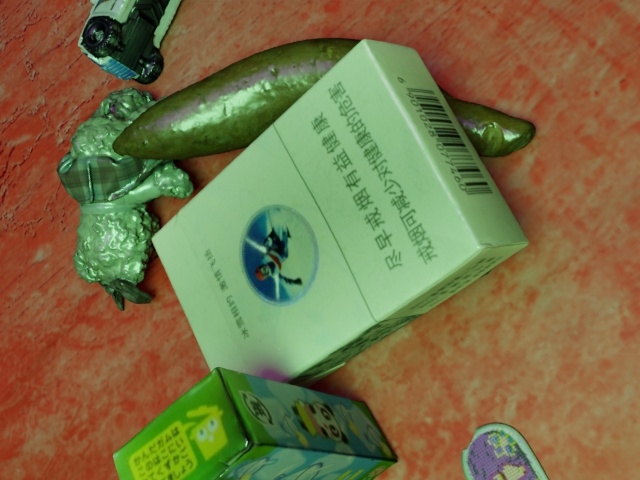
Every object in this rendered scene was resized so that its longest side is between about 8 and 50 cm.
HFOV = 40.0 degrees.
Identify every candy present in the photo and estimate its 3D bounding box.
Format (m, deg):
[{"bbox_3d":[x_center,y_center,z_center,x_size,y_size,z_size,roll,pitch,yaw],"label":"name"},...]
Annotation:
[{"bbox_3d":[-0.036,0.148,0.595,0.097,0.194,0.062,-41,58,14],"label":"candy"}]

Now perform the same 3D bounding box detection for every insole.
[{"bbox_3d":[0.156,0.208,0.579,0.065,0.004,0.197,-38,60,16],"label":"insole"}]

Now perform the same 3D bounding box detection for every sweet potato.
[{"bbox_3d":[0.000,-0.112,0.721,0.346,0.079,0.108,1,68,17],"label":"sweet potato"}]

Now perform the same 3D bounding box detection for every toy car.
[{"bbox_3d":[-0.177,-0.243,0.864,0.070,0.080,0.170,23,88,33],"label":"toy car"}]

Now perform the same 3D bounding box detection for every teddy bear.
[{"bbox_3d":[-0.180,-0.050,0.791,0.133,0.111,0.213,4,76,35],"label":"teddy bear"}]

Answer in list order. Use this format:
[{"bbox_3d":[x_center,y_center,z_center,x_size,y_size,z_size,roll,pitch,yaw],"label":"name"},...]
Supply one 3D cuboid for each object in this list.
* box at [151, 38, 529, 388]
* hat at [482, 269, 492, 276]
[{"bbox_3d":[0.000,0.000,0.639,0.256,0.069,0.164,-38,71,34],"label":"box"},{"bbox_3d":[0.092,0.004,0.663,0.087,0.042,0.058,-18,95,-6],"label":"hat"}]
